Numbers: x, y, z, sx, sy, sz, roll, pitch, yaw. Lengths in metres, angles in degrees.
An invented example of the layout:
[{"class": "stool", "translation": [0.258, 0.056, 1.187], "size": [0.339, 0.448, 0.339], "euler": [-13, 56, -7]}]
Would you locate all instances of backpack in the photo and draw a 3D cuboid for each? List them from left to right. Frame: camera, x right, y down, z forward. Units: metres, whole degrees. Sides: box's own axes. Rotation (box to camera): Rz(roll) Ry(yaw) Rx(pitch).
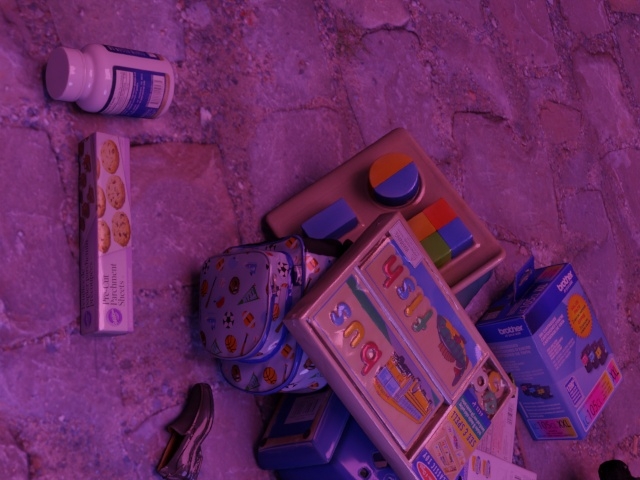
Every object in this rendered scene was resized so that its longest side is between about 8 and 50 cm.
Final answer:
[{"class": "backpack", "translation": [-0.077, 0.130, 1.516], "size": [0.213, 0.276, 0.264], "euler": [-1, 85, -38]}]

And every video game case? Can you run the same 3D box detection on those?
[{"class": "video game case", "translation": [0.320, 0.405, 1.930], "size": [0.244, 0.061, 0.270], "euler": [32, 57, -34]}]

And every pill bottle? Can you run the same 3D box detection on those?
[{"class": "pill bottle", "translation": [-0.345, -0.262, 1.471], "size": [0.186, 0.112, 0.112], "euler": [1, 77, -42]}]

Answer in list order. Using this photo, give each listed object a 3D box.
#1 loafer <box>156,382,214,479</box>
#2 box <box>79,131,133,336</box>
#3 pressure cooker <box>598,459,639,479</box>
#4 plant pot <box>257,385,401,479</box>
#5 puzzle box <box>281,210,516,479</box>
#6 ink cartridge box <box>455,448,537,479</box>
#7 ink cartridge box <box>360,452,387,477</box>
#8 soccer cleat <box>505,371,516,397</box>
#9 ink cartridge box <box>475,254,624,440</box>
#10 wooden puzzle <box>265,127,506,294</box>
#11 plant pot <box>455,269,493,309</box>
[{"class": "loafer", "translation": [-0.218, 0.310, 1.460], "size": [0.061, 0.062, 0.170], "euler": [26, 60, -30]}, {"class": "box", "translation": [-0.343, -0.010, 1.433], "size": [0.067, 0.063, 0.324], "euler": [8, 72, -40]}, {"class": "pressure cooker", "translation": [0.702, 0.704, 1.991], "size": [0.375, 0.370, 0.421], "euler": [-15, 87, -28]}, {"class": "plant pot", "translation": [0.040, 0.345, 1.575], "size": [0.212, 0.236, 0.236], "euler": [41, 55, -20]}, {"class": "puzzle box", "translation": [0.142, 0.192, 1.470], "size": [0.272, 0.052, 0.409], "euler": [-46, 111, -29]}, {"class": "ink cartridge box", "translation": [0.307, 0.501, 1.694], "size": [0.311, 0.065, 0.186], "euler": [32, 60, -44]}, {"class": "ink cartridge box", "translation": [0.161, 0.422, 1.704], "size": [0.212, 0.154, 0.093], "euler": [-58, 133, -37]}, {"class": "soccer cleat", "translation": [0.356, 0.289, 1.926], "size": [0.178, 0.060, 0.072], "euler": [30, 44, -38]}, {"class": "ink cartridge box", "translation": [0.534, 0.236, 2.125], "size": [0.270, 0.151, 0.396], "euler": [-38, 103, -42]}, {"class": "wooden puzzle", "translation": [0.110, -0.017, 1.626], "size": [0.322, 0.080, 0.348], "euler": [-34, 65, -5]}, {"class": "plant pot", "translation": [0.157, 0.095, 1.746], "size": [0.272, 0.271, 0.255], "euler": [46, 65, -24]}]
